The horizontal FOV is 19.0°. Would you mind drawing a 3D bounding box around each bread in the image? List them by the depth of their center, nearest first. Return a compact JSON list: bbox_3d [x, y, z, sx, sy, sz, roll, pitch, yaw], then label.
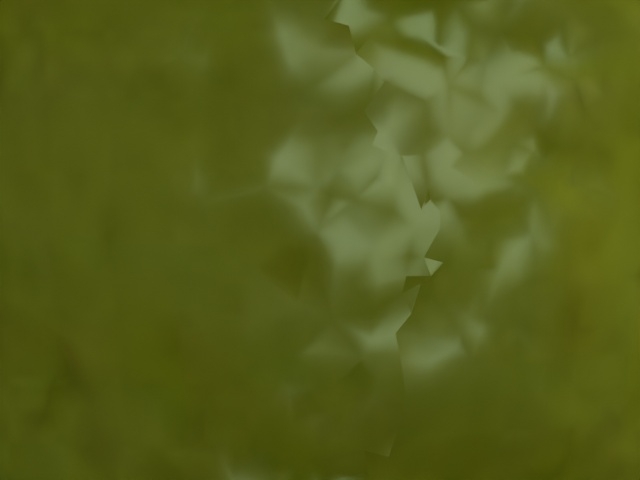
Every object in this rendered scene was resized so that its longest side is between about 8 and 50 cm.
[{"bbox_3d":[0.000,0.000,0.566,0.348,0.348,0.307,3,97,-10],"label":"bread"}]
